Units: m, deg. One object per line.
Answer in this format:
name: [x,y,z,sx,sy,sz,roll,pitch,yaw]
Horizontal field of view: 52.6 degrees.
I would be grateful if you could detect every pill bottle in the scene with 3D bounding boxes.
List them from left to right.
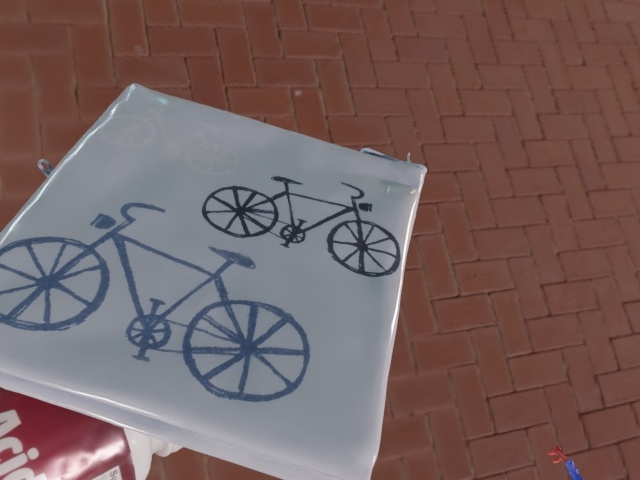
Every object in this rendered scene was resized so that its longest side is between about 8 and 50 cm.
pill bottle: [-0.332,0.223,0.725,0.392,0.224,0.224,-23,81,-34]

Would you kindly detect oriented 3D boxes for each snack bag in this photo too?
snack bag: [-0.087,0.002,0.532,0.323,0.037,0.342,16,46,2]

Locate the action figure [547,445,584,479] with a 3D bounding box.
action figure: [0.339,0.320,0.837,0.030,0.115,0.038,-35,124,-4]
